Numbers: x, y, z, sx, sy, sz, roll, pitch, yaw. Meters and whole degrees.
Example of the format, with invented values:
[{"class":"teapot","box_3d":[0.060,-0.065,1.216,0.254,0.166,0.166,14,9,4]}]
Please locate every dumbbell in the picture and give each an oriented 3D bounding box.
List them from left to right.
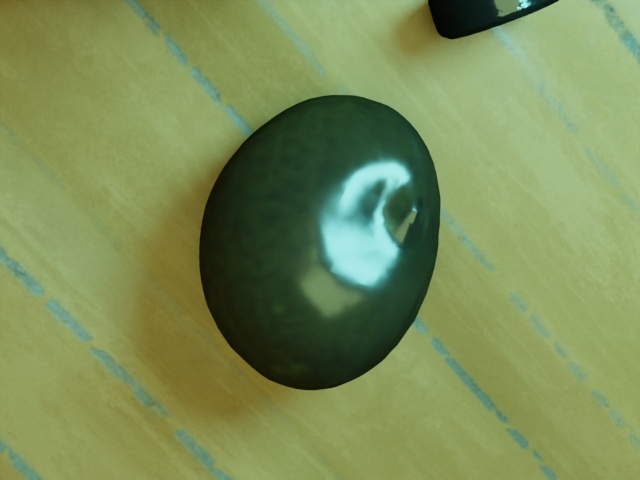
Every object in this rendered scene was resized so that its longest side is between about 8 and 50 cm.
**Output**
[{"class":"dumbbell","box_3d":[0.176,-0.355,1.016,0.152,0.152,0.218,-19,103,3]}]

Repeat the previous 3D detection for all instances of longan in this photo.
[{"class":"longan","box_3d":[0.000,0.000,1.045,0.288,0.288,0.350,16,92,-6]}]
